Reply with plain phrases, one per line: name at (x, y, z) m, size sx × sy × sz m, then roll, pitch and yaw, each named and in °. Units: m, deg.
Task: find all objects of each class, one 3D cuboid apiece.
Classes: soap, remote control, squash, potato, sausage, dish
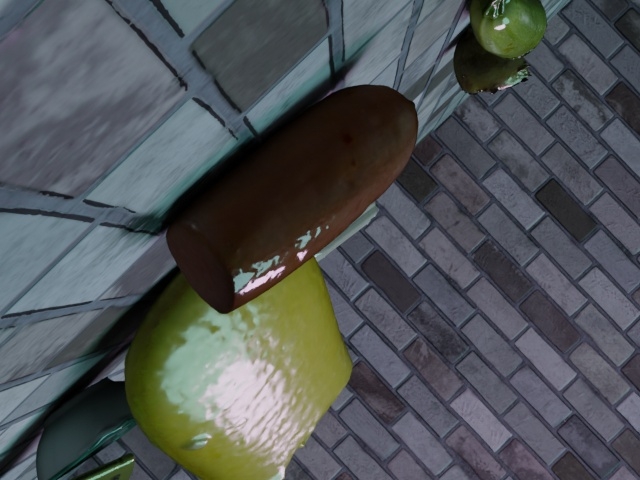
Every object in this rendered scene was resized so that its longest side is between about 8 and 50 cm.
soap at (-0.100, 0.152, 1.249) m, size 0.306 × 0.115 × 0.427 m, roll -44°, pitch 145°, yaw -17°
remote control at (-0.001, -0.001, 1.492) m, size 0.230 × 0.049 × 0.090 m, roll -36°, pitch 173°, yaw -37°
squash at (0.220, -0.281, 1.192) m, size 0.094 × 0.094 × 0.224 m, roll -44°, pitch 170°, yaw 15°
potato at (0.234, -0.288, 1.445) m, size 0.100 × 0.089 × 0.172 m, roll -24°, pitch -146°, yaw 9°
sausage at (-0.013, -0.048, 0.858) m, size 0.259 × 0.113 × 0.113 m, roll -41°, pitch 177°, yaw -28°
dish at (-0.297, 0.237, 1.325) m, size 0.246 × 0.078 × 0.224 m, roll -33°, pitch 174°, yaw -30°

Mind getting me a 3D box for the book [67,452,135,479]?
book at (-0.434, 0.418, 1.356) m, size 0.352 × 0.035 × 0.239 m, roll -18°, pitch 151°, yaw -36°
